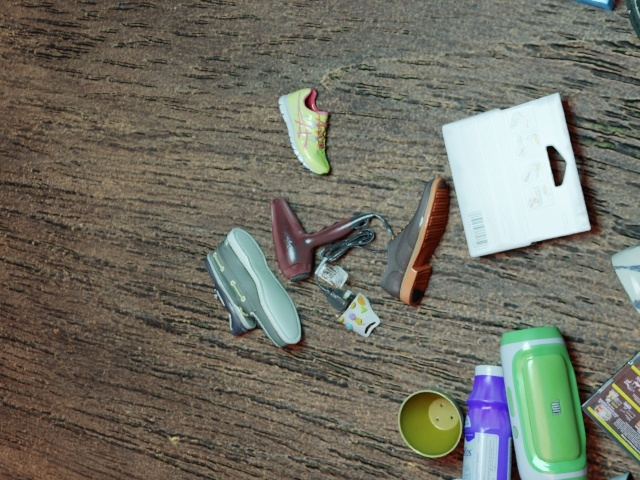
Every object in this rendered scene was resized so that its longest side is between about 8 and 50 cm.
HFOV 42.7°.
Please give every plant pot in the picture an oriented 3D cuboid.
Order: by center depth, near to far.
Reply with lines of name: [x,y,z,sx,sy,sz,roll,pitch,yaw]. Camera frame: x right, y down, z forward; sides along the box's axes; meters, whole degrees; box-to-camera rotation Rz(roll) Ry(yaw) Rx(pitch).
plant pot: [0.238,0.364,1.674,0.134,0.095,0.134,1,92,27]

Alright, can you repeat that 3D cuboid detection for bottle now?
bottle: [0.327,0.388,1.599,0.092,0.118,0.283,6,76,2]

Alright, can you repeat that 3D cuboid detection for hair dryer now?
hair dryer: [0.000,0.000,1.813,0.293,0.080,0.224,32,90,17]

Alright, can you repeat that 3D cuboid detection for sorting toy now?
sorting toy: [0.087,0.171,1.782,0.075,0.045,0.083,38,109,1]

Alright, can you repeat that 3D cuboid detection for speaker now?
speaker: [0.419,0.317,1.543,0.131,0.131,0.297,-13,76,27]

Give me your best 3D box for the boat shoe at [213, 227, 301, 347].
boat shoe: [-0.146,0.118,1.860,0.091,0.109,0.305,-39,69,23]

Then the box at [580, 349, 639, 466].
box: [0.649,0.326,1.483,0.270,0.060,0.216,46,111,19]

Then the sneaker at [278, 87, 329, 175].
sneaker: [-0.018,-0.242,1.794,0.094,0.081,0.208,-26,80,23]

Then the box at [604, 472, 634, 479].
box: [0.558,0.603,1.523,0.169,0.087,0.290,-30,78,25]

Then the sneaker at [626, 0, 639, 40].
sneaker: [0.662,-0.389,1.436,0.182,0.158,0.410,-8,86,-4]

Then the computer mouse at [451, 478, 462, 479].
computer mouse: [0.298,0.519,1.681,0.193,0.042,0.106,-16,89,21]

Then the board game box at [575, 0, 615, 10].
board game box: [0.486,-0.618,1.530,0.242,0.064,0.317,24,102,25]

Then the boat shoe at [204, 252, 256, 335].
boat shoe: [-0.226,0.128,1.917,0.065,0.075,0.206,-33,82,21]

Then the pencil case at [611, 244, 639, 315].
pencil case: [0.690,-0.003,1.387,0.410,0.183,0.160,-38,70,25]

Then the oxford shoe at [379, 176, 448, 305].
oxford shoe: [0.188,-0.007,1.690,0.098,0.097,0.271,23,102,31]

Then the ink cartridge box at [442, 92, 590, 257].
ink cartridge box: [0.383,-0.125,1.604,0.239,0.060,0.275,-14,85,26]
